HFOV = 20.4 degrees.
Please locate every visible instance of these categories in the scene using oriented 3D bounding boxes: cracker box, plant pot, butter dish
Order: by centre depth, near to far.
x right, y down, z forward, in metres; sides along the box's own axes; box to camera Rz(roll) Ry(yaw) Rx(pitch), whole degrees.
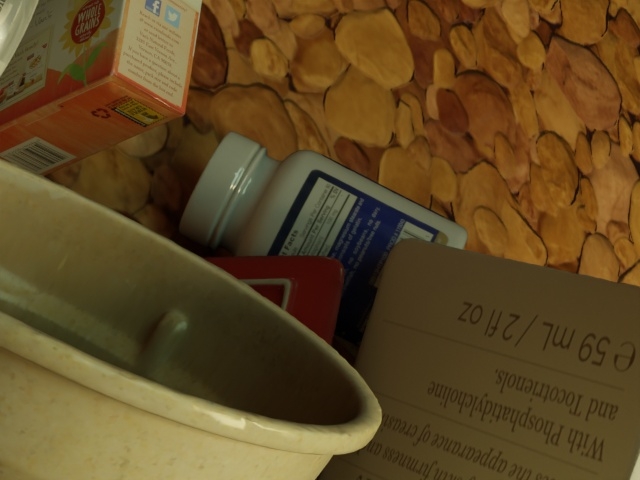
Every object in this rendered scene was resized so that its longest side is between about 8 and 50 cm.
[{"bbox_3d":[-0.187,0.140,0.871,0.334,0.334,0.305,20,101,-42],"label":"plant pot"},{"bbox_3d":[-0.148,-0.171,1.182,0.067,0.156,0.232,28,56,-38],"label":"cracker box"},{"bbox_3d":[-0.055,0.100,1.212,0.118,0.160,0.160,61,35,-49],"label":"butter dish"}]

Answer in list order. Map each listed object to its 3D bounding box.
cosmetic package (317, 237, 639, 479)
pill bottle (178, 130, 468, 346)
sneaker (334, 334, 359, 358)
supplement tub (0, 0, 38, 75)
[{"bbox_3d":[0.193,0.242,1.106,0.327,0.329,0.394,19,87,-26],"label":"cosmetic package"},{"bbox_3d":[0.000,0.000,1.268,0.186,0.112,0.112,27,49,3],"label":"pill bottle"},{"bbox_3d":[0.126,0.099,1.419,0.302,0.108,0.121,51,49,-20],"label":"sneaker"},{"bbox_3d":[-0.331,-0.193,0.950,0.338,0.207,0.207,31,54,-37],"label":"supplement tub"}]
